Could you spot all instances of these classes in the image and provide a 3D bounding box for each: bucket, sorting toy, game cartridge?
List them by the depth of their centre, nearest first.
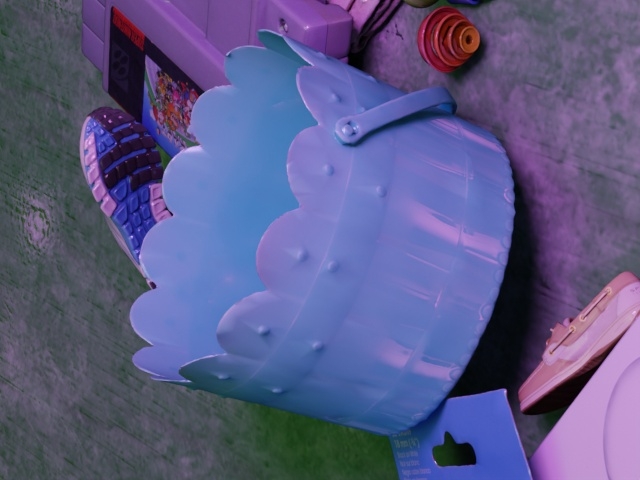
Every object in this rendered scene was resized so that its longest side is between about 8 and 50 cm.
[{"bbox_3d":[0.000,0.000,1.352,0.281,0.183,0.281,-50,29,42],"label":"bucket"},{"bbox_3d":[0.095,-0.174,1.381,0.042,0.061,0.102,7,122,50],"label":"sorting toy"},{"bbox_3d":[-0.102,-0.168,1.591,0.355,0.068,0.230,44,136,40],"label":"game cartridge"}]

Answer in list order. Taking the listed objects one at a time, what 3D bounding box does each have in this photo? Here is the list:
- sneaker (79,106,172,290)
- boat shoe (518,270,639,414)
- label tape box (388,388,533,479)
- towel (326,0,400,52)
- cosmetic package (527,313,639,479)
[{"bbox_3d":[-0.171,-0.032,1.684,0.083,0.071,0.191,22,137,61],"label":"sneaker"},{"bbox_3d":[0.183,0.072,1.308,0.135,0.050,0.045,-44,56,32],"label":"boat shoe"},{"bbox_3d":[0.092,0.283,1.296,0.334,0.106,0.240,71,160,2],"label":"label tape box"},{"bbox_3d":[0.001,-0.303,1.495,0.187,0.049,0.282,-54,53,38],"label":"towel"},{"bbox_3d":[0.278,0.235,1.138,0.377,0.097,0.284,60,146,28],"label":"cosmetic package"}]
